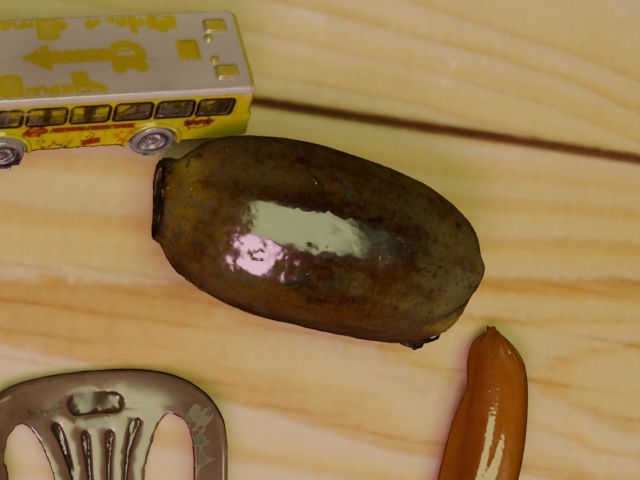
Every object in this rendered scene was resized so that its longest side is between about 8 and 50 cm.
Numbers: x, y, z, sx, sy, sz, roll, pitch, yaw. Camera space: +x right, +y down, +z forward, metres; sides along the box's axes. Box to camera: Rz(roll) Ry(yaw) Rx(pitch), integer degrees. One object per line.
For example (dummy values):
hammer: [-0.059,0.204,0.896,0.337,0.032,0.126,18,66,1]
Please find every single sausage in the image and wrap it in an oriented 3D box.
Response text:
sausage: [0.122,0.154,1.128,0.062,0.054,0.183,25,76,-45]

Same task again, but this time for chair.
chair: [-0.121,0.251,0.974,0.175,0.183,0.326,-3,90,-20]

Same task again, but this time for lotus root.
lotus root: [0.000,0.000,1.057,0.241,0.123,0.124,15,75,-20]

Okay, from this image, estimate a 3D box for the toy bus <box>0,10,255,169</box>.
toy bus: [-0.159,-0.100,1.018,0.226,0.074,0.081,-4,61,-19]
